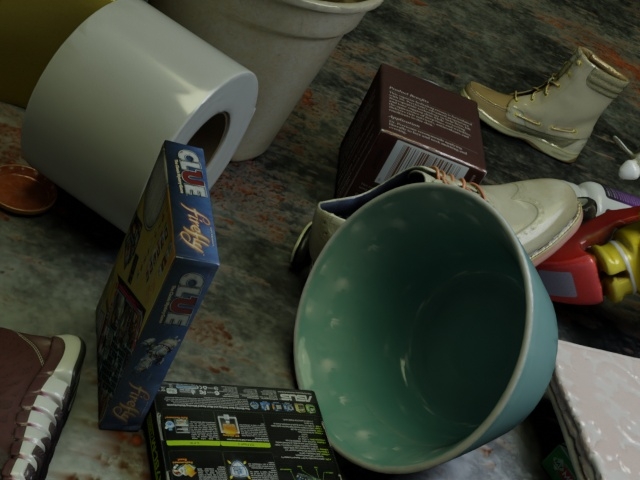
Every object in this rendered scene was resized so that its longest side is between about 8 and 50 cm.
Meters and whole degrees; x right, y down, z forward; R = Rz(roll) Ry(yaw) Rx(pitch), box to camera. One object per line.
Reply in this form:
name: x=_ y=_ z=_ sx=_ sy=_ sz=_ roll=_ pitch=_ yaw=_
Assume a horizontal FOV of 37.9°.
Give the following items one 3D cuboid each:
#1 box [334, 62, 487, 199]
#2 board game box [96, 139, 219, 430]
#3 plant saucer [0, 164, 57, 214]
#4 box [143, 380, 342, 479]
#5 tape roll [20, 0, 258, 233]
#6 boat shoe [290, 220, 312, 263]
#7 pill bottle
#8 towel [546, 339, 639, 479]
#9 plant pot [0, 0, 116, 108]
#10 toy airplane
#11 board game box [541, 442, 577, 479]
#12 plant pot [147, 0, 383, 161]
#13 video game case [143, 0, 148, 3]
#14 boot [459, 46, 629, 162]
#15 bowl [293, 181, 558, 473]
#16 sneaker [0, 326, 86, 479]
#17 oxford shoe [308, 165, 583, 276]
box: x=0.130 y=-0.122 z=1.385 sx=0.169 sy=0.167 sz=0.203 roll=20 pitch=36 yaw=-10
board game box: x=-0.166 y=0.048 z=0.912 sx=0.042 sy=0.243 sz=0.165 roll=12 pitch=40 yaw=-24
plant saucer: x=-0.358 y=-0.059 z=1.113 sx=0.084 sy=0.013 sz=0.083 roll=17 pitch=37 yaw=-14
box: x=-0.073 y=0.226 z=0.928 sx=0.191 sy=0.045 sz=0.184 roll=8 pitch=43 yaw=-28
tape roll: x=-0.212 y=-0.141 z=1.115 sx=0.169 sy=0.246 sz=0.246 roll=34 pitch=36 yaw=7
boat shoe: x=0.001 y=-0.002 z=1.251 sx=0.042 sy=0.048 sz=0.133 roll=28 pitch=30 yaw=13
pill bottle: x=0.470 y=-0.036 z=1.557 sx=0.194 sy=0.108 sz=0.108 roll=17 pitch=37 yaw=-16
towel: x=0.434 y=0.275 z=1.119 sx=0.317 sy=0.053 sz=0.331 roll=14 pitch=37 yaw=-18
plant pot: x=-0.345 y=-0.306 z=1.259 sx=0.212 sy=0.187 sz=0.212 roll=16 pitch=44 yaw=-16
toy airplane: x=0.534 y=0.010 z=1.309 sx=0.386 sy=0.384 sz=0.272 roll=29 pitch=25 yaw=-2
board game box: x=0.430 y=0.362 z=1.095 sx=0.214 sy=0.046 sz=0.317 roll=-4 pitch=46 yaw=-36
plant pot: x=-0.119 y=-0.294 z=1.312 sx=0.334 sy=0.305 sz=0.333 roll=18 pitch=37 yaw=-15
video game case: x=-0.432 y=-0.405 z=1.482 sx=0.274 sy=0.026 sz=0.196 roll=26 pitch=35 yaw=-4
boot: x=0.415 y=-0.281 z=1.738 sx=0.262 sy=0.203 sz=0.095 roll=27 pitch=35 yaw=-5
bowl: x=0.137 y=0.106 z=1.037 sx=0.163 sy=0.311 sz=0.311 roll=21 pitch=32 yaw=-44
sneaker: x=-0.313 y=0.168 z=0.804 sx=0.163 sy=0.106 sz=0.281 roll=16 pitch=27 yaw=-8
oxford shoe: x=0.173 y=-0.027 z=1.205 sx=0.397 sy=0.146 sz=0.140 roll=-17 pitch=37 yaw=-19
